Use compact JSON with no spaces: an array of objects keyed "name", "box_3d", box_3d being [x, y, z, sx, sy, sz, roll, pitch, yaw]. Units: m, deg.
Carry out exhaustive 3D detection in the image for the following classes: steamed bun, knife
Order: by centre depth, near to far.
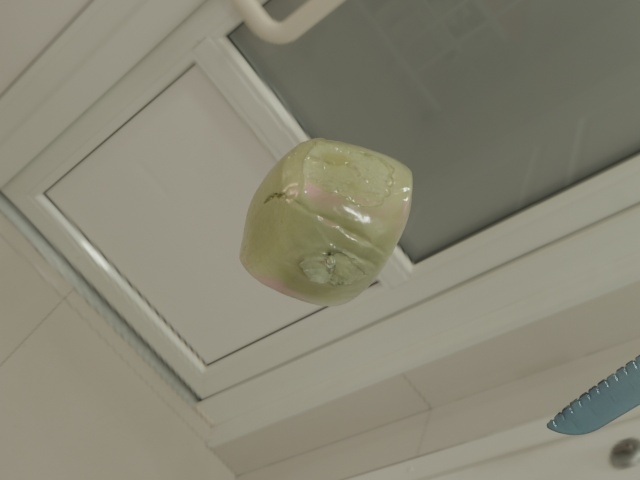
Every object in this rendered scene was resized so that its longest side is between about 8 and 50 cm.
[{"name":"knife","box_3d":[0.351,0.103,0.759,0.045,0.313,0.019,56,14,10]},{"name":"steamed bun","box_3d":[0.000,0.000,0.938,0.169,0.239,0.153,17,54,-16]}]
